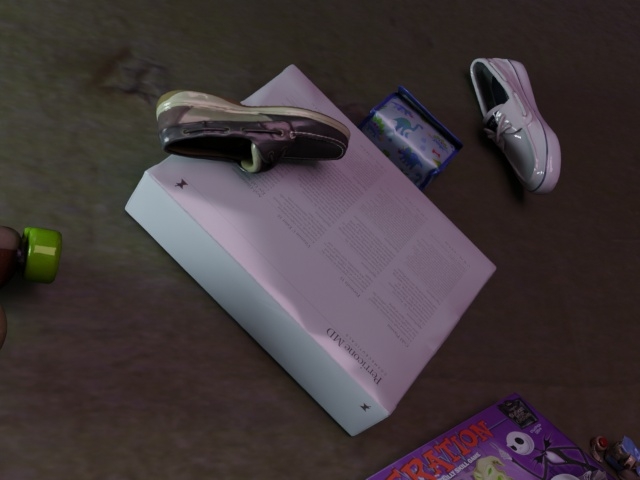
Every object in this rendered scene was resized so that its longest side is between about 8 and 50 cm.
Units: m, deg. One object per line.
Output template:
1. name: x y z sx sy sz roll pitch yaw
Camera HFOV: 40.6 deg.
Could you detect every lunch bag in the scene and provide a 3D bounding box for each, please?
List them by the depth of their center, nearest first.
1. lunch bag: 0.127 -0.143 1.219 0.129 0.096 0.151 44 36 2

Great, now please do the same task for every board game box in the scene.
1. board game box: 0.178 0.309 0.955 0.346 0.056 0.208 -20 43 -37

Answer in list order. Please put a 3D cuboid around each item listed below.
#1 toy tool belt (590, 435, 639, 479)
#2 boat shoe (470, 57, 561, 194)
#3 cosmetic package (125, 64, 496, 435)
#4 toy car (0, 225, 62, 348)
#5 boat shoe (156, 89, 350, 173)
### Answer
1. toy tool belt: 0.409 0.285 1.157 0.083 0.051 0.052 39 50 -5
2. boat shoe: 0.291 -0.179 1.343 0.084 0.095 0.258 5 50 -24
3. cosmetic package: 0.000 0.000 1.052 0.377 0.097 0.284 45 48 0
4. toy car: -0.341 0.072 0.815 0.155 0.149 0.188 9 87 -22
5. boat shoe: -0.074 -0.109 0.968 0.223 0.080 0.073 9 64 -19
